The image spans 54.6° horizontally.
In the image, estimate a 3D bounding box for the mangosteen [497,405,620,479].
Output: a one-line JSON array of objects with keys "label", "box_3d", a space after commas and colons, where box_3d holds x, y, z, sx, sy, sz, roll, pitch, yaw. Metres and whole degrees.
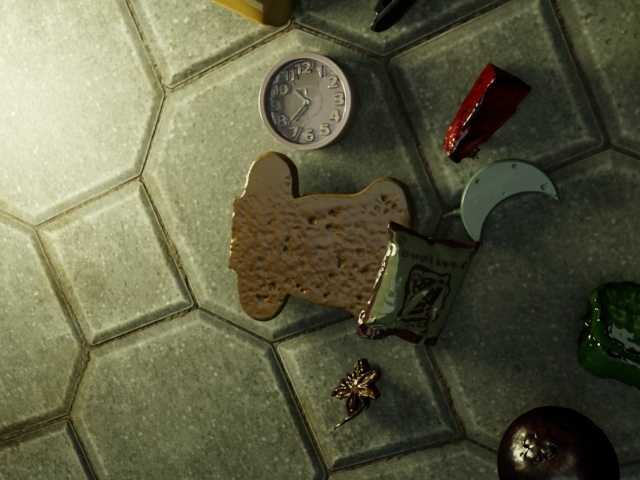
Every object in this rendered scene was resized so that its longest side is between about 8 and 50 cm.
[{"label": "mangosteen", "box_3d": [0.466, 0.448, 1.202, 0.228, 0.228, 0.265, -29, 129, 18]}]

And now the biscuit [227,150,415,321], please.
[{"label": "biscuit", "box_3d": [0.000, 0.000, 1.316, 0.393, 0.076, 0.368, 4, 100, 12]}]

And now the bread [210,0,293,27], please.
[{"label": "bread", "box_3d": [-0.155, -0.501, 1.228, 0.217, 0.147, 0.098, 24, 119, 6]}]

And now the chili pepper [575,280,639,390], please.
[{"label": "chili pepper", "box_3d": [0.657, 0.202, 1.116, 0.384, 0.213, 0.167, 13, 145, 17]}]

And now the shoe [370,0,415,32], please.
[{"label": "shoe", "box_3d": [0.150, -0.474, 1.199, 0.159, 0.062, 0.053, -42, 74, 18]}]

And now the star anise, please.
[{"label": "star anise", "box_3d": [0.072, 0.346, 1.358, 0.191, 0.070, 0.097, -52, 57, 18]}]

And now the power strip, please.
[{"label": "power strip", "box_3d": [0.345, -0.081, 1.218, 0.216, 0.044, 0.137, -30, 90, 17]}]

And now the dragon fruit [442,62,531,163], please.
[{"label": "dragon fruit", "box_3d": [0.311, -0.227, 1.169, 0.092, 0.122, 0.192, 30, 104, -7]}]

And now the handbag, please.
[{"label": "handbag", "box_3d": [0.181, 0.088, 1.196, 0.213, 0.127, 0.235, 12, 107, -31]}]

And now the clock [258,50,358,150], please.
[{"label": "clock", "box_3d": [-0.025, -0.283, 1.272, 0.196, 0.068, 0.197, 3, 100, 15]}]
